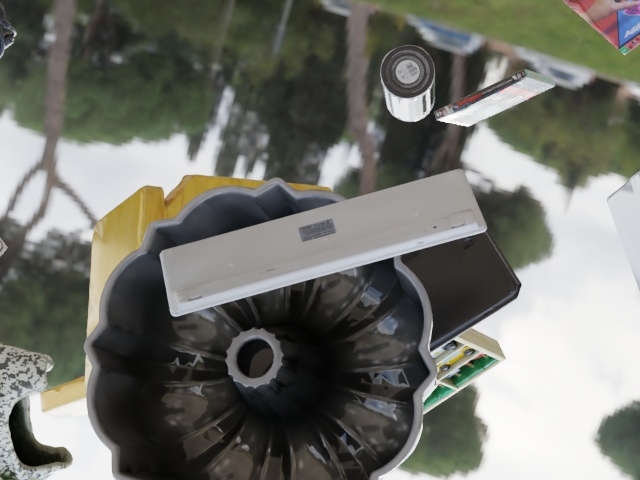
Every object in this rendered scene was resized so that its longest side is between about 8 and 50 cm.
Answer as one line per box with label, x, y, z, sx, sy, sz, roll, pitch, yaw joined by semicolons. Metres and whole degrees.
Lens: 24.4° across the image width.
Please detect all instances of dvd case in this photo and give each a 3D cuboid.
dvd case;0.200;-0.162;1.690;0.119;0.013;0.087;-25;166;28

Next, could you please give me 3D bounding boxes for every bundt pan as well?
bundt pan;-0.043;0.116;1.356;0.331;0.331;0.124;22;174;20

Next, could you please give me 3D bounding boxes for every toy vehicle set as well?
toy vehicle set;0.126;0.213;2.192;0.166;0.267;0.035;25;-145;-50

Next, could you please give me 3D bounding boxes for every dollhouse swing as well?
dollhouse swing;-0.169;0.083;1.908;0.347;0.315;0.305;4;178;-39

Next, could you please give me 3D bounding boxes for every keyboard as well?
keyboard;0.000;0.000;1.174;0.256;0.014;0.072;-15;-139;-1
keyboard;0.052;0.059;1.712;0.201;0.317;0.033;60;-178;10

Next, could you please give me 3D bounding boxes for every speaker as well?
speaker;0.090;-0.160;1.516;0.055;0.055;0.136;18;176;6

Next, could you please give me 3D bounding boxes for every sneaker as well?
sneaker;-0.374;0.273;1.662;0.182;0.410;0.158;8;-147;2

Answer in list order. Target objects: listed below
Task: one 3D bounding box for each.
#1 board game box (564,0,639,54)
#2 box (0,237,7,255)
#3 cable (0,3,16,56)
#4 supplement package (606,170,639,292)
board game box;0.386;-0.328;1.614;0.145;0.281;0.027;39;-136;-15
box;-0.468;-0.057;1.465;0.290;0.169;0.087;55;-158;-15
cable;-0.496;-0.304;1.968;0.184;0.150;0.047;44;-141;-8
supplement package;0.469;0.041;1.632;0.175;0.293;0.177;-14;168;-15
